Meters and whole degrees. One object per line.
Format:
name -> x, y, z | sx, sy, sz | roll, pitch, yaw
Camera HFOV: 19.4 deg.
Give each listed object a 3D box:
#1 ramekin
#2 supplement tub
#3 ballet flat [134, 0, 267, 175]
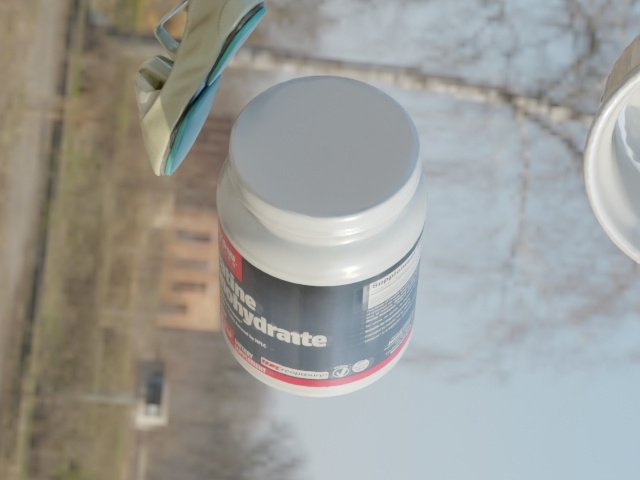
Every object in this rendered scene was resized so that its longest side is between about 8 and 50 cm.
ramekin -> 0.405, -0.103, 1.881 | 0.135, 0.277, 0.277 | -75, 175, -56
supplement tub -> 0.000, 0.000, 1.724 | 0.272, 0.191, 0.191 | 92, -1, -52
ballet flat -> -0.123, -0.158, 1.702 | 0.248, 0.086, 0.086 | 124, -25, -45
